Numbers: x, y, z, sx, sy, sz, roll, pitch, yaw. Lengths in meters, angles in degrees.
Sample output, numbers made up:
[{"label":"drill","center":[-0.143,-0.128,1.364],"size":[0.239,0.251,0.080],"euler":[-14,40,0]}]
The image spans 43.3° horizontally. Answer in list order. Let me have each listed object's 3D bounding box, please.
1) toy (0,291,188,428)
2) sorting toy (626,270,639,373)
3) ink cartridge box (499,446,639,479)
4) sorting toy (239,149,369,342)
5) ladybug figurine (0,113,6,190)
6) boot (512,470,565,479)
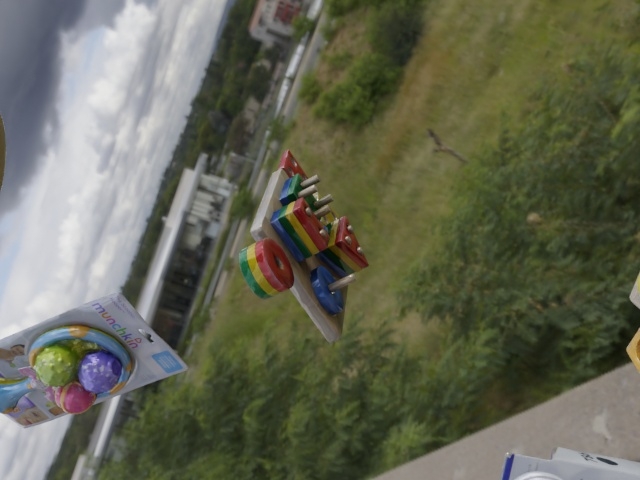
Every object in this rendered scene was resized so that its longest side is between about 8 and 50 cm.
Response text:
[{"label":"toy","center":[-0.284,0.154,0.888],"size":[0.237,0.137,0.056],"euler":[-20,38,18]},{"label":"sorting toy","center":[0.496,0.047,1.106],"size":[0.196,0.047,0.347],"euler":[-113,32,-62]},{"label":"ink cartridge box","center":[0.321,0.309,0.807],"size":[0.065,0.333,0.165],"euler":[-130,53,-85]},{"label":"sorting toy","center":[0.000,0.000,0.763],"size":[0.046,0.132,0.274],"euler":[-27,21,18]},{"label":"ladybug figurine","center":[-0.412,-0.005,0.492],"size":[0.449,0.162,0.305],"euler":[-38,-32,-46]},{"label":"boot","center":[0.146,0.286,0.555],"size":[0.123,0.095,0.258],"euler":[66,-146,-66]}]
